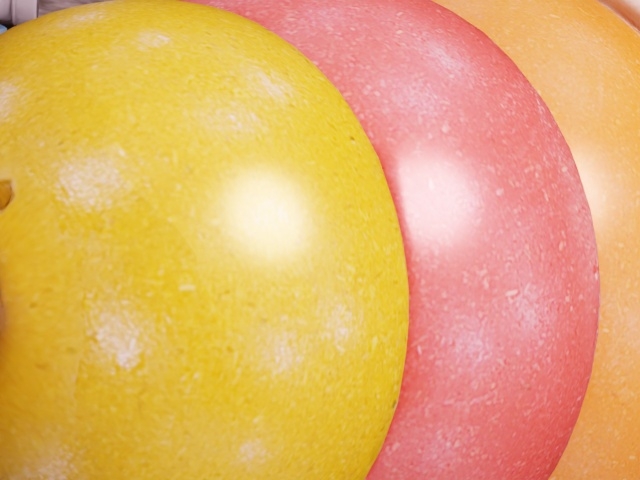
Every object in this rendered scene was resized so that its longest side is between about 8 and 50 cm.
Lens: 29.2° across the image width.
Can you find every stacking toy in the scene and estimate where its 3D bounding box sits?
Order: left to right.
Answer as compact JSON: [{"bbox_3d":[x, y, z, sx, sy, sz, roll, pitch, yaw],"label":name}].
[{"bbox_3d":[-0.046,0.014,0.455,0.351,0.350,0.480,30,13,28],"label":"stacking toy"}]

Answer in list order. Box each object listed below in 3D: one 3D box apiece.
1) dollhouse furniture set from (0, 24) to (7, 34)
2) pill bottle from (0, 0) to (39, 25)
[{"bbox_3d":[-0.205,-0.105,0.931,0.129,0.129,0.184,32,36,30],"label":"dollhouse furniture set"},{"bbox_3d":[-0.351,-0.239,1.121,0.184,0.103,0.103,3,33,-11],"label":"pill bottle"}]
